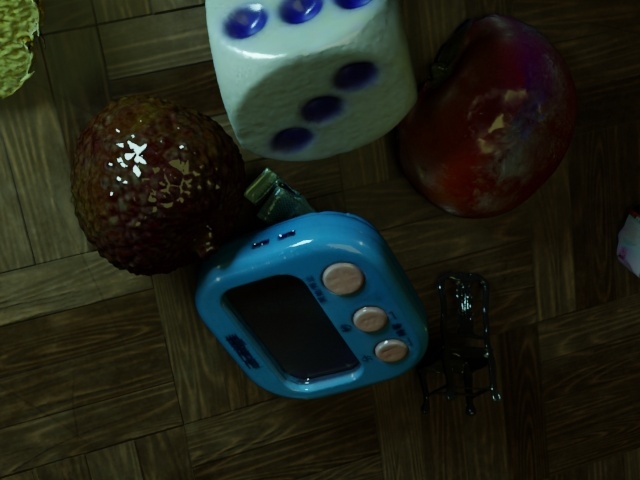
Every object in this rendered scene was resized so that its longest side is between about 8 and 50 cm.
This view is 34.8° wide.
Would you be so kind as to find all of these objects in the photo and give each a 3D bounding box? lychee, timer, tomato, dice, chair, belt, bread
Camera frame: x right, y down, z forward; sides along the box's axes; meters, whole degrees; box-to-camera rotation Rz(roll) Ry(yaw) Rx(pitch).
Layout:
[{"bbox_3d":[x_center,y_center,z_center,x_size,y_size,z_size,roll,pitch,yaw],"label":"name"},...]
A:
[{"bbox_3d":[-0.231,-0.079,1.454,0.260,0.260,0.261,-6,108,-17],"label":"lychee"},{"bbox_3d":[-0.011,0.104,1.577,0.309,0.115,0.340,-18,131,18],"label":"timer"},{"bbox_3d":[0.300,-0.181,1.637,0.289,0.176,0.335,37,91,-28],"label":"tomato"},{"bbox_3d":[-0.010,-0.275,1.413,0.259,0.243,0.251,-13,152,5],"label":"dice"},{"bbox_3d":[0.238,0.181,1.786,0.106,0.113,0.229,7,67,-21],"label":"chair"},{"bbox_3d":[0.000,0.000,1.635,0.072,0.087,0.302,-45,115,8],"label":"belt"},{"bbox_3d":[-0.446,-0.312,1.335,0.160,0.261,0.147,-3,64,-17],"label":"bread"}]

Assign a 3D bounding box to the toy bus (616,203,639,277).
[{"bbox_3d":[0.691,0.023,1.863,0.302,0.127,0.147,15,106,-24],"label":"toy bus"}]
